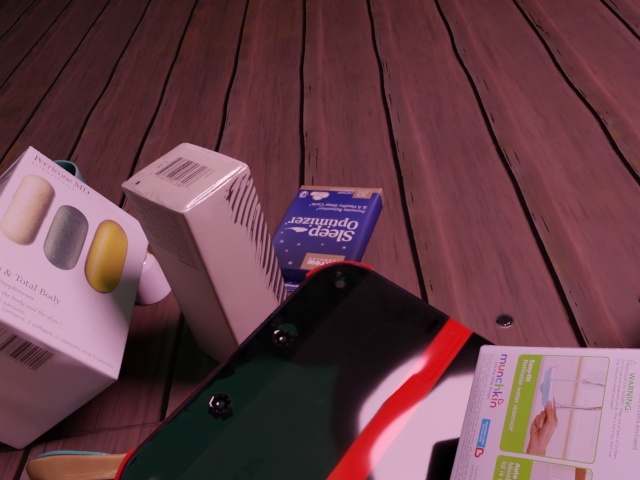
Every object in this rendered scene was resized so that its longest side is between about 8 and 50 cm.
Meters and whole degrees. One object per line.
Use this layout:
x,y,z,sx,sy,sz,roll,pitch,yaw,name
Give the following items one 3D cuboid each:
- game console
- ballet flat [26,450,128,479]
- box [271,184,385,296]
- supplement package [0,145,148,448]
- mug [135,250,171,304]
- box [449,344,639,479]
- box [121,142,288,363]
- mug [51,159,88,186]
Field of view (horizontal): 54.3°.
0.033,0.212,0.606,0.342,0.060,0.386,32,58,21,game console
-0.207,0.256,0.651,0.233,0.080,0.073,-8,51,9,ballet flat
0.000,0.000,0.914,0.137,0.036,0.225,4,45,21,box
-0.365,0.067,0.769,0.198,0.199,0.262,-36,34,23,supplement package
-0.262,0.047,0.915,0.062,0.064,0.078,-39,45,-24,mug
0.207,0.212,0.421,0.231,0.127,0.261,-9,51,45,box
-0.115,0.033,0.723,0.113,0.275,0.094,24,53,35,box
-0.472,-0.065,1.084,0.158,0.097,0.129,15,49,31,mug
